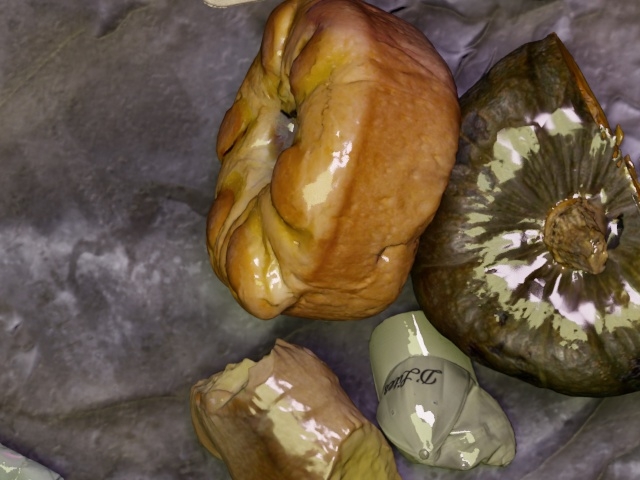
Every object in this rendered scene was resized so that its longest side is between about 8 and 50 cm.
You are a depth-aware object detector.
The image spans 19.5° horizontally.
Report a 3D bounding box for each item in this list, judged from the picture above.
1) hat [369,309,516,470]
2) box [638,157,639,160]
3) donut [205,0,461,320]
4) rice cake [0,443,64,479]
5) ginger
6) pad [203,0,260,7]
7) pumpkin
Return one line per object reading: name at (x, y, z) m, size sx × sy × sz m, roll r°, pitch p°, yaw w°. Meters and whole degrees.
hat at (0.109, 0.146, 1.769) m, size 0.122 × 0.081 × 0.166 m, roll -15°, pitch 87°, yaw 14°
box at (0.337, -0.075, 1.688) m, size 0.083 × 0.024 × 0.053 m, roll -34°, pitch 91°, yaw 17°
donut at (0.006, -0.073, 1.622) m, size 0.150 × 0.317 × 0.299 m, roll 15°, pitch 144°, yaw -15°
rice cake at (-0.353, 0.319, 1.935) m, size 0.127 × 0.043 × 0.237 m, roll 23°, pitch 105°, yaw 9°
ginger at (-0.034, 0.220, 1.792) m, size 0.221 × 0.130 × 0.275 m, roll 14°, pitch 114°, yaw 30°
pad at (-0.059, -0.359, 1.747) m, size 0.176 × 0.002 × 0.266 m, roll -8°, pitch 98°, yaw 16°
pumpkin at (0.189, 0.008, 1.633) m, size 0.232 × 0.242 × 0.325 m, roll -29°, pitch 88°, yaw 9°
